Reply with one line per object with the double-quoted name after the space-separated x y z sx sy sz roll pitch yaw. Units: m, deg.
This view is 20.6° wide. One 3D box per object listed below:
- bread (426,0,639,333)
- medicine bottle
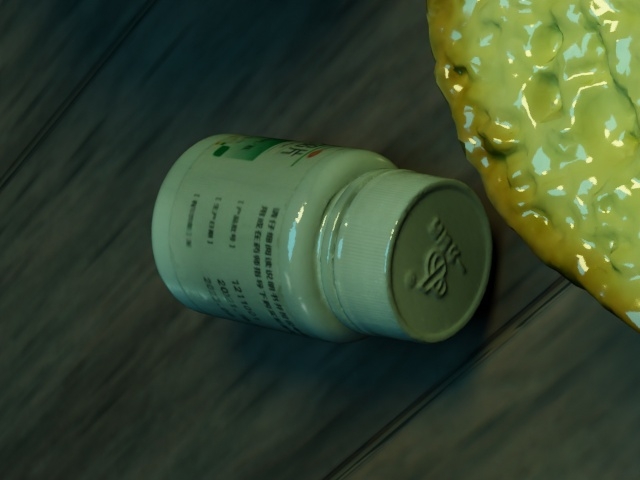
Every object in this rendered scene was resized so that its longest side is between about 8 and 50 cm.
0.203 -0.024 0.467 0.340 0.179 0.194 33 110 41 "bread"
0.000 0.000 0.721 0.130 0.080 0.080 9 95 42 "medicine bottle"
